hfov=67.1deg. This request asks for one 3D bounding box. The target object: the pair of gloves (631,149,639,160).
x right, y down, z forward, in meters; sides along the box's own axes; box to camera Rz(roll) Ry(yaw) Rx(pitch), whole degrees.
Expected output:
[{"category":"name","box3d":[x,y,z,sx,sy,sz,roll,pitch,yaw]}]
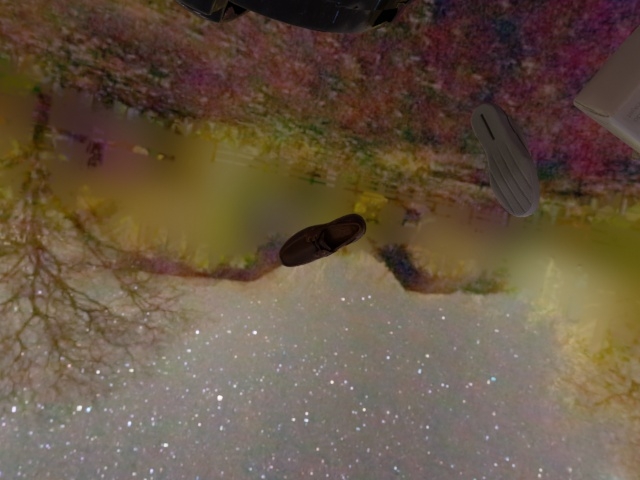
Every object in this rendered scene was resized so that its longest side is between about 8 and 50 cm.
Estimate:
[{"category":"pair of gloves","box3d":[0.627,-0.232,0.824,0.042,0.204,0.240,-5,-169,-5]}]

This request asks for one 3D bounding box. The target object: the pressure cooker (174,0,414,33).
[{"category":"pressure cooker","box3d":[-0.002,-0.402,0.416,0.369,0.376,0.420,-8,154,-31]}]

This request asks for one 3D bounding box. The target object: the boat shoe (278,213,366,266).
[{"category":"boat shoe","box3d":[0.000,0.000,0.894,0.178,0.064,0.060,-24,-176,6]}]

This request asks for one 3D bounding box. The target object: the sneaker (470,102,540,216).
[{"category":"sneaker","box3d":[0.390,-0.166,0.973,0.091,0.258,0.094,4,155,-33]}]

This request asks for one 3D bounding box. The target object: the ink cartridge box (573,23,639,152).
[{"category":"ink cartridge box","box3d":[0.520,-0.167,0.583,0.306,0.226,0.131,32,-156,-6]}]
